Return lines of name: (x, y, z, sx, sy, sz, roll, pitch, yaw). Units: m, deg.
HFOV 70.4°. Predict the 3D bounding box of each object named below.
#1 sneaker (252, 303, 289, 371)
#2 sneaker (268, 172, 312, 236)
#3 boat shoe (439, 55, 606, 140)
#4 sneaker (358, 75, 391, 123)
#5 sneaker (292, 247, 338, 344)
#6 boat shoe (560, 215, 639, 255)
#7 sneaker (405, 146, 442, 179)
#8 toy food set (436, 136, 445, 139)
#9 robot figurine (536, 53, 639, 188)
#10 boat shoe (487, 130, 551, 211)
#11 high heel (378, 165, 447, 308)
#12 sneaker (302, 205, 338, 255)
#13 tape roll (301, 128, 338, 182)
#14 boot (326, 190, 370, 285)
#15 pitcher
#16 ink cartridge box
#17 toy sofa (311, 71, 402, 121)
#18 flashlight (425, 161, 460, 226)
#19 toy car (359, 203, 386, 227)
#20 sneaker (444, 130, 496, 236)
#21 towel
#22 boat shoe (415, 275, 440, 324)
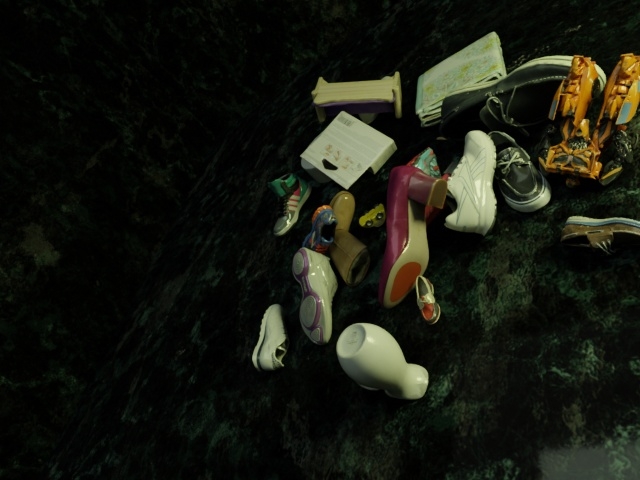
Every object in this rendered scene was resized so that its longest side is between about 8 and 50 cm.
sneaker: (-0.138, 0.306, 1.444, 0.094, 0.090, 0.235, -14, 45, 25)
sneaker: (-0.161, -0.175, 1.932, 0.123, 0.178, 0.296, -10, 46, 46)
boat shoe: (0.538, -0.379, 1.292, 0.500, 0.186, 0.156, 5, 66, 57)
sneaker: (0.245, -0.674, 2.068, 0.105, 0.123, 0.290, -9, 45, 50)
sneaker: (0.008, 0.165, 1.381, 0.114, 0.152, 0.305, -34, 55, 40)
boat shoe: (0.573, -0.003, 0.912, 0.066, 0.066, 0.183, -57, 21, -9)
sneaker: (0.325, -0.203, 1.427, 0.104, 0.125, 0.262, -37, 4, 33)
toy food set: (0.453, -0.402, 1.577, 0.122, 0.019, 0.078, -52, 30, -9)
robot figurine: (0.607, -0.265, 1.033, 0.211, 0.085, 0.291, 22, 103, 48)
boat shoe: (0.500, -0.192, 1.182, 0.108, 0.102, 0.301, -31, 33, 26)
high heel: (0.209, -0.013, 1.233, 0.181, 0.127, 0.378, 31, 102, 52)
sneaker: (0.000, 0.000, 1.474, 0.087, 0.083, 0.221, 47, 132, 49)
tape roll: (0.050, -0.390, 2.002, 0.286, 0.100, 0.286, -31, 33, 24)
boot: (0.095, -0.014, 1.467, 0.269, 0.089, 0.236, -130, 53, -62)
pitcher: (0.113, 0.279, 1.015, 0.177, 0.207, 0.126, -24, 37, 37)
ink cartridge box: (0.106, -0.347, 1.788, 0.261, 0.066, 0.296, -47, 56, -3)
toy sofa: (0.153, -0.576, 1.886, 0.362, 0.150, 0.177, 2, 55, 17)
flashlight: (0.323, -0.077, 1.287, 0.304, 0.103, 0.103, -52, -8, -2)
toy car: (0.254, -0.134, 1.481, 0.239, 0.053, 0.225, -10, 46, 46)
sneaker: (0.384, -0.157, 1.176, 0.129, 0.111, 0.297, 3, 68, 10)
towel: (0.506, -0.581, 1.652, 0.320, 0.090, 0.375, -22, 36, 32)
boat shoe: (0.265, 0.148, 1.139, 0.049, 0.043, 0.137, -28, 36, 26)
